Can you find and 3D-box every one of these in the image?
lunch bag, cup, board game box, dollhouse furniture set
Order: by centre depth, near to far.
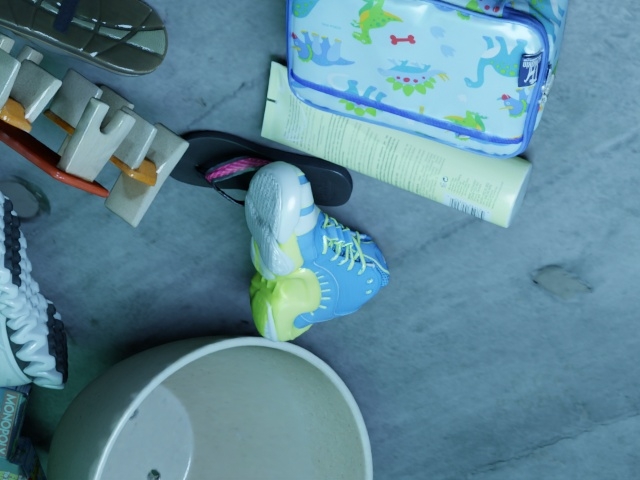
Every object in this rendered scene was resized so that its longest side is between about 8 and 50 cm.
[{"bbox_3d":[0.082,-0.159,1.550,0.219,0.090,0.176,18,144,7],"label":"lunch bag"},{"bbox_3d":[-0.286,-0.108,1.659,0.259,0.135,0.262,35,-175,29],"label":"dollhouse furniture set"},{"bbox_3d":[-0.147,0.243,1.976,0.237,0.331,0.331,12,148,54],"label":"cup"},{"bbox_3d":[-0.393,0.224,2.193,0.194,0.060,0.194,17,117,-6],"label":"board game box"}]

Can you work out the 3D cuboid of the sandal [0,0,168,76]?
[{"bbox_3d":[-0.234,-0.206,1.666,0.219,0.090,0.060,25,163,-14],"label":"sandal"}]

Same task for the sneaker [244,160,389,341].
[{"bbox_3d":[0.000,0.000,1.763,0.126,0.091,0.240,-13,150,-13],"label":"sneaker"}]

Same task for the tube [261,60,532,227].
[{"bbox_3d":[0.062,-0.082,1.676,0.240,0.062,0.070,21,98,10],"label":"tube"}]

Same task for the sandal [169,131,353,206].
[{"bbox_3d":[-0.060,-0.057,1.769,0.179,0.040,0.067,10,141,15],"label":"sandal"}]

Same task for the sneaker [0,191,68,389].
[{"bbox_3d":[-0.342,0.053,1.953,0.118,0.110,0.292,-9,134,4],"label":"sneaker"}]
